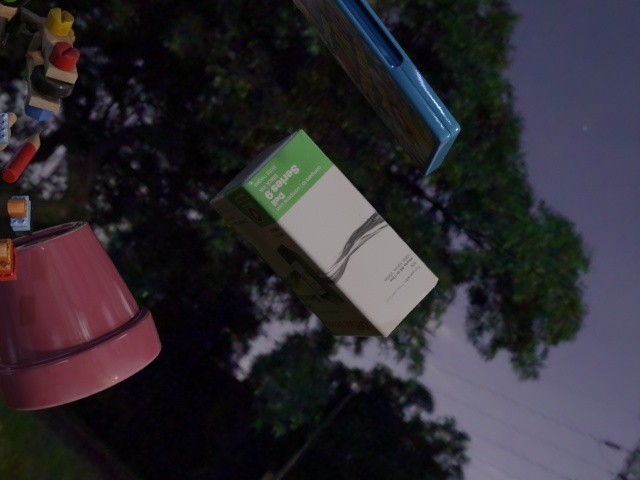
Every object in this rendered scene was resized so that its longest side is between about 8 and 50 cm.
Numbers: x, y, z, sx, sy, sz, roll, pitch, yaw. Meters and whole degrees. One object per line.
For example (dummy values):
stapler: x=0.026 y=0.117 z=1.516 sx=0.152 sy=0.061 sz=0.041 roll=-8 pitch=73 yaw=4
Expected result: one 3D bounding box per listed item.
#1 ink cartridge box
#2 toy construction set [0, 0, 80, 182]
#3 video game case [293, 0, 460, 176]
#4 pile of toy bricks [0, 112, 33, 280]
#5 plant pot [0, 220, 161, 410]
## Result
ink cartridge box: x=0.000 y=0.000 z=1.310 sx=0.289 sy=0.121 sz=0.211 roll=47 pitch=-17 yaw=-10
toy construction set: x=-0.439 y=-0.272 z=1.309 sx=0.257 sy=0.237 sz=0.309 roll=4 pitch=-60 yaw=0
video game case: x=0.018 y=-0.113 z=0.511 sx=0.166 sy=0.015 sz=0.119 roll=54 pitch=0 yaw=5
pile of toy bricks: x=-0.340 y=-0.061 z=0.864 sx=0.118 sy=0.212 sz=0.105 roll=-3 pitch=-20 yaw=-8
plant pot: x=-0.315 y=0.080 z=1.109 sx=0.201 sy=0.201 sz=0.180 roll=9 pitch=-62 yaw=65
